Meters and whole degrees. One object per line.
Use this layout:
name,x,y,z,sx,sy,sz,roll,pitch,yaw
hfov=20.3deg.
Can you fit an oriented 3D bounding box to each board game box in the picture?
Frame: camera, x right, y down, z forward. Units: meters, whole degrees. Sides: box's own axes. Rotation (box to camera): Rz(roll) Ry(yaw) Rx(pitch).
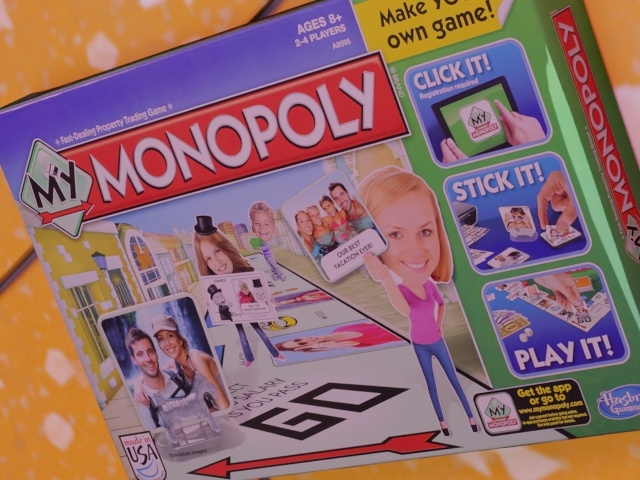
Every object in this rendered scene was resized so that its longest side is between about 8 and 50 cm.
board game box,0.000,0.000,0.828,0.317,0.046,0.213,-13,103,37
